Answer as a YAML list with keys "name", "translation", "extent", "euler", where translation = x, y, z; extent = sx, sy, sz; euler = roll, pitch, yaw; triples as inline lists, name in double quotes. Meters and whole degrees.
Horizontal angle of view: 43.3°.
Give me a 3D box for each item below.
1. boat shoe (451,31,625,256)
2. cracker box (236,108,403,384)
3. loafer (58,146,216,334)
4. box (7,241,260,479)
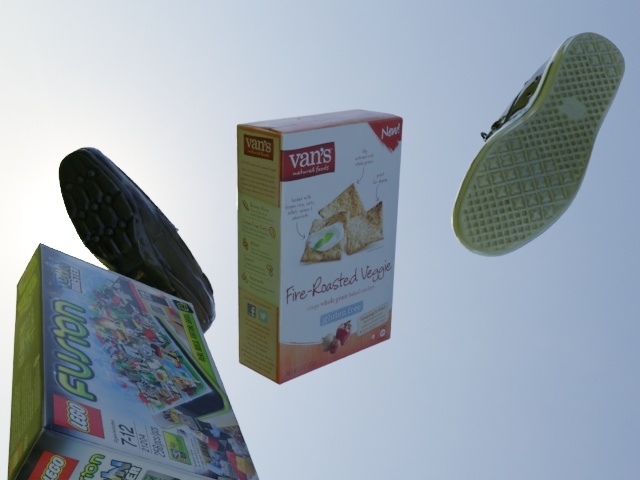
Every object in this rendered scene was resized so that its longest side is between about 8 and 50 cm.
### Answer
- name: "boat shoe"
  translation: [0.388, -0.165, 1.466]
  extent: [0.500, 0.186, 0.156]
  euler: [-56, -178, -21]
- name: "cracker box"
  translation: [0.000, 0.000, 0.759]
  extent: [0.067, 0.155, 0.232]
  euler: [18, -66, 43]
- name: "loafer"
  translation: [-0.180, 0.003, 0.807]
  extent: [0.223, 0.076, 0.078]
  euler: [58, 20, -16]
- name: "box"
  translation: [-0.110, 0.076, 0.446]
  extent: [0.036, 0.114, 0.207]
  euler: [-58, -152, 10]
